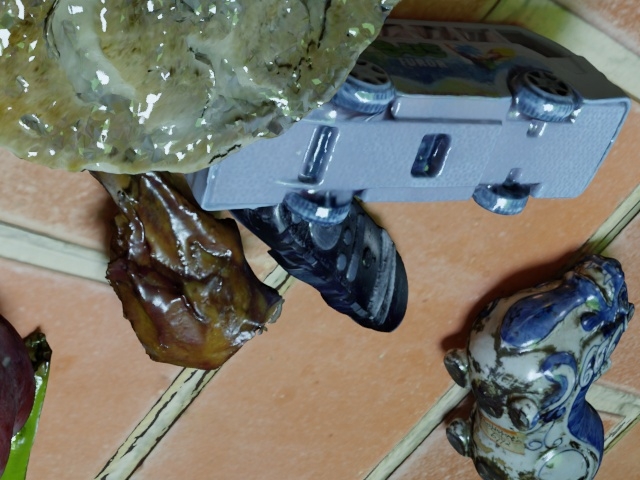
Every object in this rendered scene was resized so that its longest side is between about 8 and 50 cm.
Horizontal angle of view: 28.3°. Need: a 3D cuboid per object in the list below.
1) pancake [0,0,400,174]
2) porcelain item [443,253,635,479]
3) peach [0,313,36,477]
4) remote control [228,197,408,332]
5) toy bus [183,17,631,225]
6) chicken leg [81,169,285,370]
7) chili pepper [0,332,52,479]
[{"bbox_3d":[-0.083,-0.211,0.635,0.387,0.082,0.387,-16,116,-36],"label":"pancake"},{"bbox_3d":[0.229,0.145,1.285,0.186,0.138,0.288,-38,140,-22],"label":"porcelain item"},{"bbox_3d":[-0.269,0.104,0.880,0.152,0.152,0.152,-19,140,-17],"label":"peach"},{"bbox_3d":[0.000,0.000,1.004,0.266,0.066,0.090,46,56,-53],"label":"remote control"},{"bbox_3d":[0.054,-0.092,0.889,0.329,0.136,0.109,-3,130,-32],"label":"toy bus"},{"bbox_3d":[-0.124,-0.020,0.896,0.113,0.093,0.304,-42,136,-17],"label":"chicken leg"},{"bbox_3d":[-0.248,0.160,1.013,0.050,0.052,0.202,-17,142,-40],"label":"chili pepper"}]
